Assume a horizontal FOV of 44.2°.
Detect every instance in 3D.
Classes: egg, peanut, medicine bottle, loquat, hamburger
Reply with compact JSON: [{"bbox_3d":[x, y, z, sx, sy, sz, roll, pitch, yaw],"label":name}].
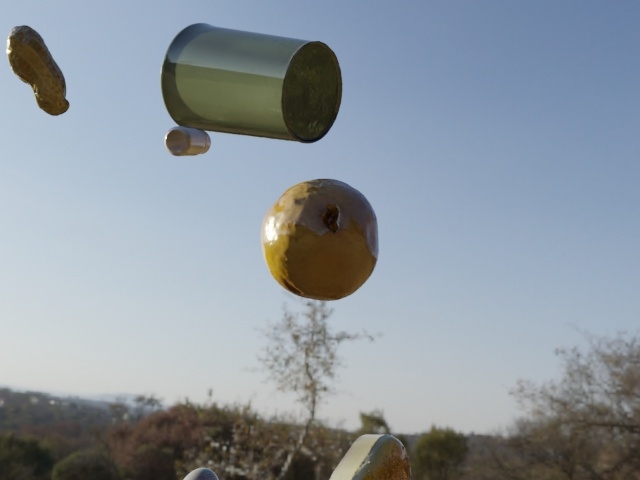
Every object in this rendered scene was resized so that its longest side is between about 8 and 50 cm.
[{"bbox_3d":[-0.296,0.618,1.906,0.103,0.135,0.103,15,-33,10],"label":"egg"},{"bbox_3d":[-0.527,-0.313,1.465,0.080,0.174,0.080,-23,17,7],"label":"peanut"},{"bbox_3d":[-0.230,-0.172,1.377,0.052,0.052,0.089,-1,5,19],"label":"medicine bottle"},{"bbox_3d":[0.000,0.000,1.321,0.208,0.208,0.208,5,-17,1],"label":"loquat"},{"bbox_3d":[0.122,0.608,1.922,0.151,0.295,0.227,13,-51,32],"label":"hamburger"}]

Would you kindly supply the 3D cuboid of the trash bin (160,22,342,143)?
[{"bbox_3d":[-0.189,-0.388,1.960,0.432,0.280,0.280,14,-10,32],"label":"trash bin"}]
